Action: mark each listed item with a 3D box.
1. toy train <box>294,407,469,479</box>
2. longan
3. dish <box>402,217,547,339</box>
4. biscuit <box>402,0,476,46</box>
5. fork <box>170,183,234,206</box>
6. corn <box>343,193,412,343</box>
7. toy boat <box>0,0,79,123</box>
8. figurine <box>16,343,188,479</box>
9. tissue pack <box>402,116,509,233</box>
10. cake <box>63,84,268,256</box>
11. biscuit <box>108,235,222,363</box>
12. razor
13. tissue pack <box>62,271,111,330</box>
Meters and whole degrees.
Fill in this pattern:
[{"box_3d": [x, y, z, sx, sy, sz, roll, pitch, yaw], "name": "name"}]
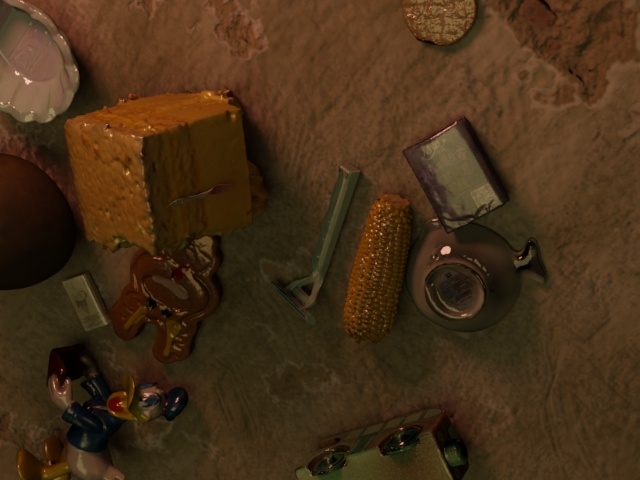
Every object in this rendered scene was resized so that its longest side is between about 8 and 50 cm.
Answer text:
[{"box_3d": [0.117, 0.394, 1.901, 0.326, 0.159, 0.129, -22, 100, 28], "name": "toy train"}, {"box_3d": [-0.567, -0.030, 1.915, 0.258, 0.258, 0.258, 6, 112, 16], "name": "longan"}, {"box_3d": [0.241, 0.069, 1.777, 0.246, 0.078, 0.224, -14, 104, 22], "name": "dish"}, {"box_3d": [0.182, -0.357, 1.664, 0.120, 0.015, 0.120, 6, 112, 16], "name": "biscuit"}, {"box_3d": [-0.183, -0.069, 1.662, 0.012, 0.115, 0.016, 19, 121, 50], "name": "fork"}, {"box_3d": [0.097, 0.050, 1.809, 0.091, 0.091, 0.260, 23, 114, 32], "name": "corn"}, {"box_3d": [-0.520, -0.334, 1.853, 0.290, 0.100, 0.199, 43, 116, -3], "name": "toy boat"}, {"box_3d": [-0.411, 0.319, 2.065, 0.338, 0.204, 0.284, -16, 98, 10], "name": "figurine"}, {"box_3d": [0.216, -0.104, 1.724, 0.112, 0.051, 0.156, -28, 92, 23], "name": "tissue pack"}, {"box_3d": [-0.231, -0.119, 1.766, 0.222, 0.286, 0.228, 17, 121, 44], "name": "cake"}, {"box_3d": [-0.274, 0.091, 1.971, 0.186, 0.044, 0.295, 27, 117, 4], "name": "biscuit"}, {"box_3d": [0.008, -0.001, 1.843, 0.111, 0.056, 0.278, 41, 117, 40], "name": "razor"}, {"box_3d": [-0.441, 0.116, 2.044, 0.056, 0.023, 0.108, -19, 103, 23], "name": "tissue pack"}]
